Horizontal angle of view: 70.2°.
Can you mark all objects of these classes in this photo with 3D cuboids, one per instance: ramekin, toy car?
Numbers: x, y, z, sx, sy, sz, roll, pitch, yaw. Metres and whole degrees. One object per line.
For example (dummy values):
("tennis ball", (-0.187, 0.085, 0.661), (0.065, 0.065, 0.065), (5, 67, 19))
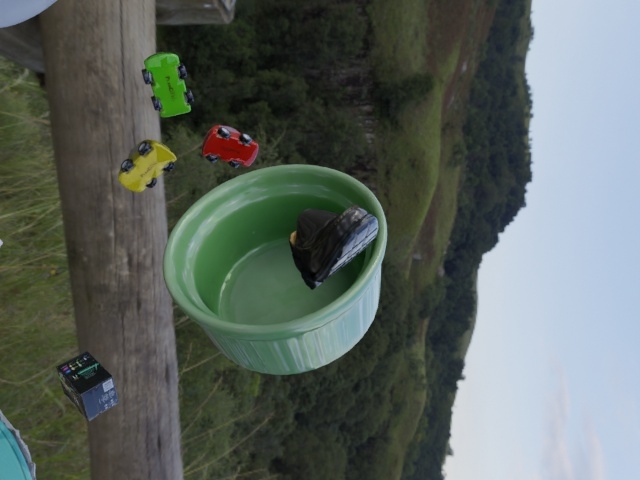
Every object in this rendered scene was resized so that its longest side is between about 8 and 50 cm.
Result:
("ramekin", (-0.053, 0.040, 0.660), (0.148, 0.303, 0.303), (78, 14, -46))
("toy car", (-0.230, -0.199, 0.736), (0.225, 0.239, 0.053), (88, -21, -46))

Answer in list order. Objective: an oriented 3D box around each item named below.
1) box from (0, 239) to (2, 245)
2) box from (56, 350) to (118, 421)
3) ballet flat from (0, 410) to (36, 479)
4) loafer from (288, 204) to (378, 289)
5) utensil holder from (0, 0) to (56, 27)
("box", (-1.145, 0.056, 1.391), (0.300, 0.154, 0.142), (-101, 174, -55))
("box", (-0.367, 0.228, 0.718), (0.052, 0.083, 0.062), (-28, 132, -44))
("ballet flat", (-0.537, 0.247, 0.613), (0.409, 0.147, 0.147), (59, 14, -8))
("loafer", (0.000, 0.000, 0.402), (0.061, 0.062, 0.170), (52, -21, 4))
("utensil holder", (-0.807, -0.744, 1.031), (0.385, 0.328, 0.327), (52, 23, -18))
